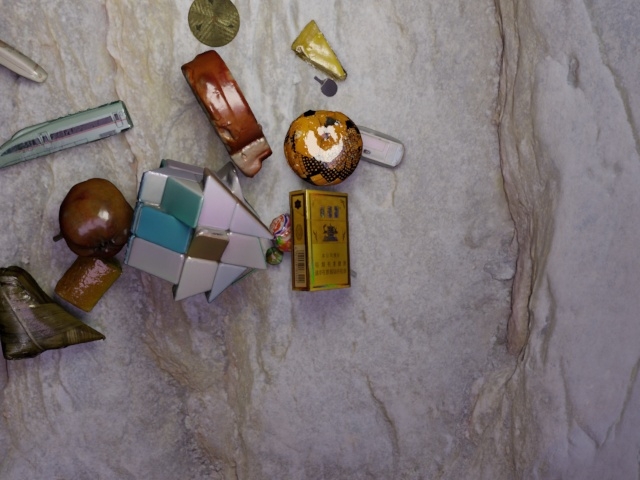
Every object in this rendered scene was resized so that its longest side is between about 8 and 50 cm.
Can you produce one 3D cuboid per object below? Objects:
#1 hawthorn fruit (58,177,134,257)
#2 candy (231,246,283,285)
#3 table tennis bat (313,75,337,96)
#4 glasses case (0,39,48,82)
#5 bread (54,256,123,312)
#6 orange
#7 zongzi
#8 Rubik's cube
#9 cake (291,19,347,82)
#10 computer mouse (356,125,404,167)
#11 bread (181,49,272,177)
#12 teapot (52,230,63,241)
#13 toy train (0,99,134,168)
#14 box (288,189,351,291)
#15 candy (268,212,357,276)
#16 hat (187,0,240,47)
[{"bbox_3d":[-0.636,-0.075,1.555,0.208,0.248,0.208,-25,153,-14],"label":"hawthorn fruit"},{"bbox_3d":[-0.208,0.089,1.801,0.203,0.061,0.061,-34,112,9],"label":"candy"},{"bbox_3d":[0.015,-0.471,1.681,0.083,0.007,0.050,31,99,-21],"label":"table tennis bat"},{"bbox_3d":[-0.818,-0.482,1.454,0.204,0.081,0.051,32,101,-22],"label":"glasses case"},{"bbox_3d":[-0.694,0.112,1.665,0.132,0.103,0.172,38,95,-21],"label":"bread"},{"bbox_3d":[0.008,-0.272,1.638,0.235,0.182,0.234,1,82,-6],"label":"orange"},{"bbox_3d":[-0.805,0.205,1.652,0.289,0.134,0.285,-4,111,-11],"label":"zongzi"},{"bbox_3d":[-0.340,-0.032,1.556,0.368,0.358,0.387,12,109,-23],"label":"Rubik's cube"},{"bbox_3d":[0.010,-0.555,1.629,0.185,0.080,0.116,22,89,-8],"label":"cake"},{"bbox_3d":[0.168,-0.295,1.753,0.199,0.045,0.102,15,105,-15],"label":"computer mouse"},{"bbox_3d":[-0.253,-0.351,1.503,0.114,0.295,0.327,-31,143,-2],"label":"bread"},{"bbox_3d":[-0.743,-0.029,1.642,0.110,0.085,0.080,-30,140,28],"label":"teapot"},{"bbox_3d":[-0.731,-0.289,1.533,0.407,0.086,0.088,-19,112,-6],"label":"toy train"},{"bbox_3d":[0.000,0.000,1.700,0.193,0.084,0.301,0,88,-48],"label":"box"},{"bbox_3d":[-0.013,0.033,1.803,0.365,0.124,0.124,32,99,-29],"label":"candy"},{"bbox_3d":[-0.293,-0.611,1.535,0.146,0.067,0.145,-4,108,-11],"label":"hat"}]
